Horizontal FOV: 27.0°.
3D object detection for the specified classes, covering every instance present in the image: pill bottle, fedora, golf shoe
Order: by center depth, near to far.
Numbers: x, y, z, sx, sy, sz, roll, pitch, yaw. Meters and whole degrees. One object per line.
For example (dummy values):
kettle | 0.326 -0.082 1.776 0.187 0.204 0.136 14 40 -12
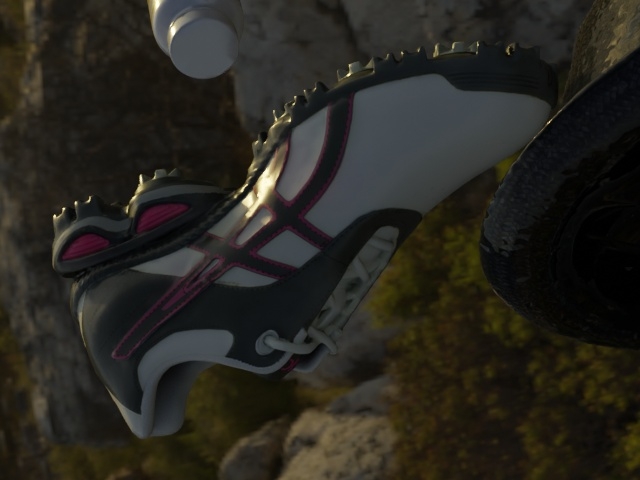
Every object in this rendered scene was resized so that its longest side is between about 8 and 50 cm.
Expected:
golf shoe | 0.000 0.000 0.634 0.273 0.105 0.120 -26 70 25
fedora | 0.238 -0.074 0.782 0.334 0.334 0.152 -47 39 43
pill bottle | -0.088 -0.163 0.937 0.116 0.065 0.065 -106 33 -50
